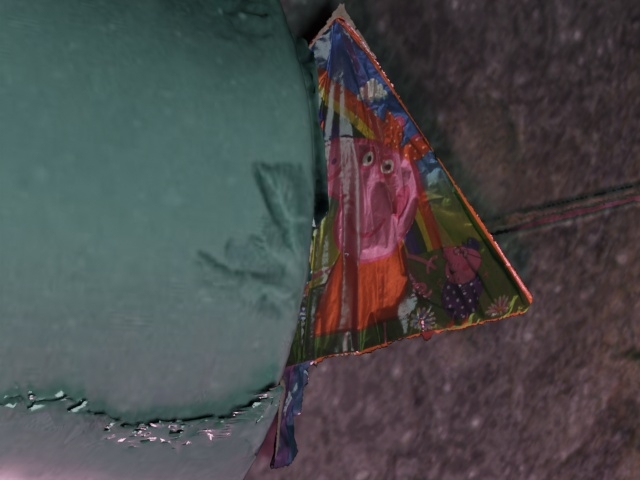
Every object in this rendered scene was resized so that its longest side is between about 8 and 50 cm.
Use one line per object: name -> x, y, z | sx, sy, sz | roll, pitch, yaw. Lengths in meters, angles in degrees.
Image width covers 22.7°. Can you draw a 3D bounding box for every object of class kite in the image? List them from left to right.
kite -> 0.000, 0.000, 0.768 | 0.321, 0.016, 0.234 | -10, 113, -40

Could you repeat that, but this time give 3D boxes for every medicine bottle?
medicine bottle -> -0.182, -0.019, 0.432 | 0.290, 0.245, 0.245 | 6, 104, -45
